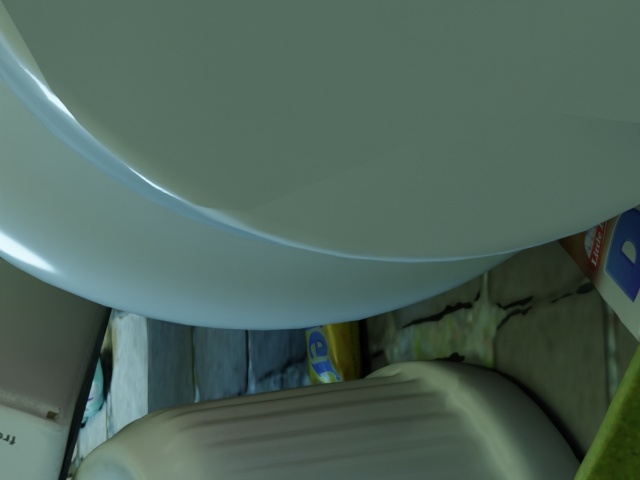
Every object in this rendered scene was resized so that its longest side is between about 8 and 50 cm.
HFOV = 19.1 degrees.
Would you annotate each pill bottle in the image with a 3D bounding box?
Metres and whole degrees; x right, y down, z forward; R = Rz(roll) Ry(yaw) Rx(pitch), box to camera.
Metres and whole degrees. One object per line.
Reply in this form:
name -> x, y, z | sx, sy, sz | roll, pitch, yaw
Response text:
pill bottle -> -0.031, -0.101, 0.503 | 0.407, 0.229, 0.229 | -159, 72, -75

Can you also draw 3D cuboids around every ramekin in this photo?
ramekin -> -0.011, 0.172, 0.615 | 0.273, 0.127, 0.273 | -178, 90, -70

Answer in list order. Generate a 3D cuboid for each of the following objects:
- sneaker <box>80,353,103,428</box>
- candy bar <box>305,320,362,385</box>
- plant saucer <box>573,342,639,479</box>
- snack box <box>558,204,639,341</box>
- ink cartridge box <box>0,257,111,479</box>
sneaker -> -0.168, 0.090, 1.125 | 0.098, 0.069, 0.038 | 124, 142, -55
candy bar -> 0.000, 0.000, 0.760 | 0.040, 0.018, 0.161 | 134, 134, -60
plant saucer -> 0.122, 0.075, 0.387 | 0.188, 0.045, 0.188 | -111, 31, -47
snack box -> 0.101, -0.066, 0.489 | 0.064, 0.022, 0.178 | -121, 38, -58
ink cartridge box -> -0.165, 0.106, 0.768 | 0.198, 0.114, 0.273 | -82, 10, -59
